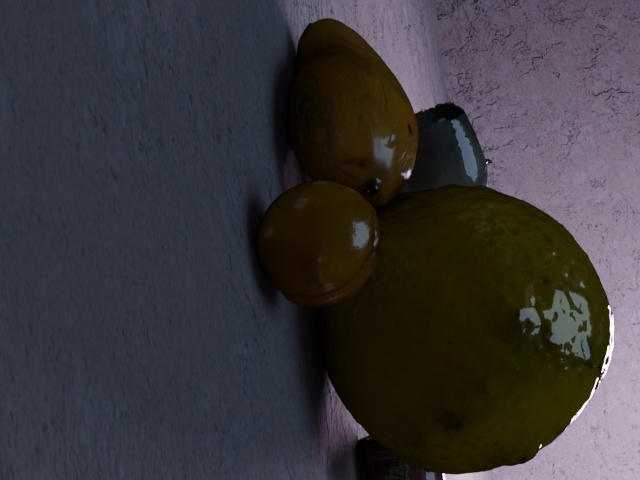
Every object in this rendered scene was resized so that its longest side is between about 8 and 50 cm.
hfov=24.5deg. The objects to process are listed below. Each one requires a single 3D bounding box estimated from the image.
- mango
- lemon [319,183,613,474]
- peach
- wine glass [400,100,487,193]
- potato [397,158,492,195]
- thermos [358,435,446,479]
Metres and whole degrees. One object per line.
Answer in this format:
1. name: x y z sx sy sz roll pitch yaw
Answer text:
1. mango: 0.040 -0.157 1.845 0.187 0.144 0.359 53 16 -24
2. lemon: 0.170 0.097 1.790 0.387 0.350 0.350 64 1 30
3. peach: 0.000 0.000 1.556 0.138 0.138 0.138 -9 90 -80
4. wine glass: 0.172 -0.056 1.979 0.126 0.126 0.241 -70 144 -69
5. potato: 0.128 -0.011 2.147 0.229 0.229 0.266 -25 121 -79
6. thermos: 0.127 0.420 1.963 0.136 0.109 0.330 176 -95 -79
